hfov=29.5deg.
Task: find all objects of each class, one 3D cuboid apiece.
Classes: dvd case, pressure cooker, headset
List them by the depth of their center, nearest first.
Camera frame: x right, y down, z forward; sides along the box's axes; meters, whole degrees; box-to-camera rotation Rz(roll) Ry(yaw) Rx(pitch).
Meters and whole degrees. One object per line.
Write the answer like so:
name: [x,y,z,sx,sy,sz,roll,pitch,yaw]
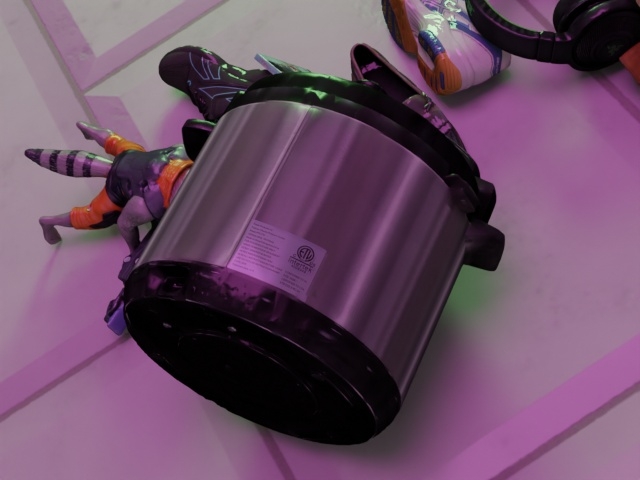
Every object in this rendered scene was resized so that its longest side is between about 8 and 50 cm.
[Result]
pressure cooker: [0.002,-0.002,1.507,0.375,0.370,0.420,-11,47,51]
headset: [0.403,-0.372,1.714,0.394,0.185,0.244,5,59,5]
dvd case: [-0.035,-0.250,1.859,0.087,0.119,0.013,43,110,37]

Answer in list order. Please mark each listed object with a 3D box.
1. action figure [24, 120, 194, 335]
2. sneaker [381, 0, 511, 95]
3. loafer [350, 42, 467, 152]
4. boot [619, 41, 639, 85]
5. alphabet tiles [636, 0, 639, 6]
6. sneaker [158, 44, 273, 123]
action figure: [-0.291,-0.047,1.792,0.330,0.178,0.341,5,58,36]
sneaker: [0.186,-0.334,1.846,0.130,0.112,0.296,-17,53,-11]
loafer: [0.115,-0.190,1.773,0.096,0.084,0.267,-35,52,-3]
boot: [0.565,-0.238,1.577,0.280,0.096,0.264,-45,69,20]
alphabet tiles: [0.513,-0.340,1.575,0.198,0.009,0.237,-34,61,18]
sneaker: [-0.161,-0.228,1.901,0.267,0.101,0.106,20,70,31]
